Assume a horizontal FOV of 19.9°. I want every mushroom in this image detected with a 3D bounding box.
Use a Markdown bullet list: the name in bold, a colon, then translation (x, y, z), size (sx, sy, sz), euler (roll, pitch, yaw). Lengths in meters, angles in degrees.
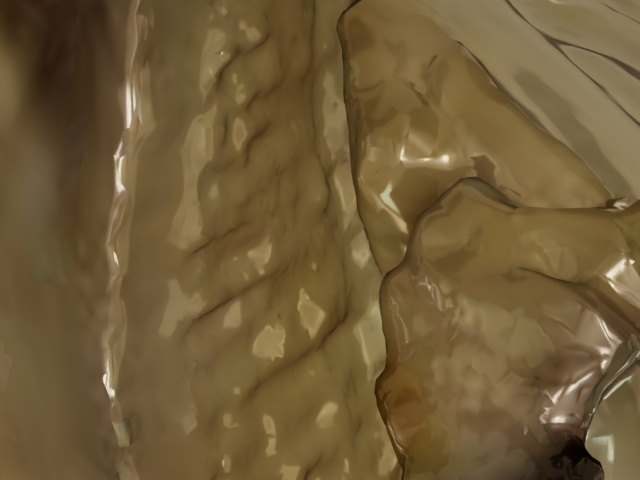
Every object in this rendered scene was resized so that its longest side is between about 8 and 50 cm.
- **mushroom**: translation (-0.030, 0.021, 0.541), size (0.224, 0.313, 0.397), euler (9, -146, -45)
